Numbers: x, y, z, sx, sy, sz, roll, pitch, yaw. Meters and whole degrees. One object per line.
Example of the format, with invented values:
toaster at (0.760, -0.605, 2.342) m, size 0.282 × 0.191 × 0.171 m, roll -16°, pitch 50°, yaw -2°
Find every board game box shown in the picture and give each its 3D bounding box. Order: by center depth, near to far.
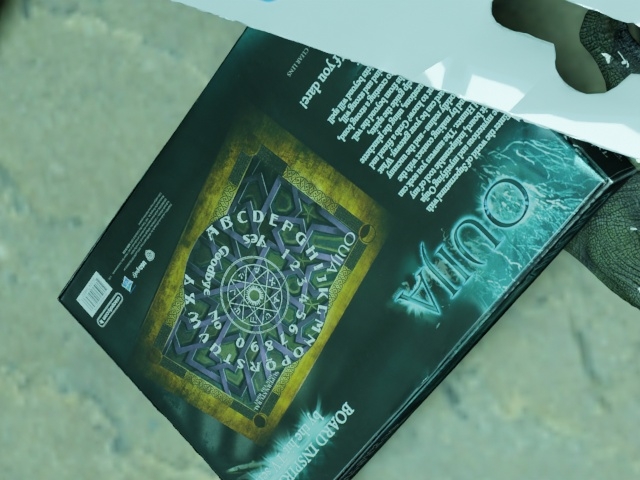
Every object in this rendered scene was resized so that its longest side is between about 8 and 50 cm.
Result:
board game box at (0.000, 0.000, 0.521) m, size 0.126 × 0.026 × 0.186 m, roll 47°, pitch 120°, yaw 13°

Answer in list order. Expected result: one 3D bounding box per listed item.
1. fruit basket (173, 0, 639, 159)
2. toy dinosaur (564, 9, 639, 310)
fruit basket at (0.131, -0.190, 0.401) m, size 0.327 × 0.165 × 0.353 m, roll 21°, pitch 79°, yaw 16°
toy dinosaur at (0.114, -0.026, 0.495) m, size 0.268 × 0.064 × 0.118 m, roll 29°, pitch 108°, yaw 18°
